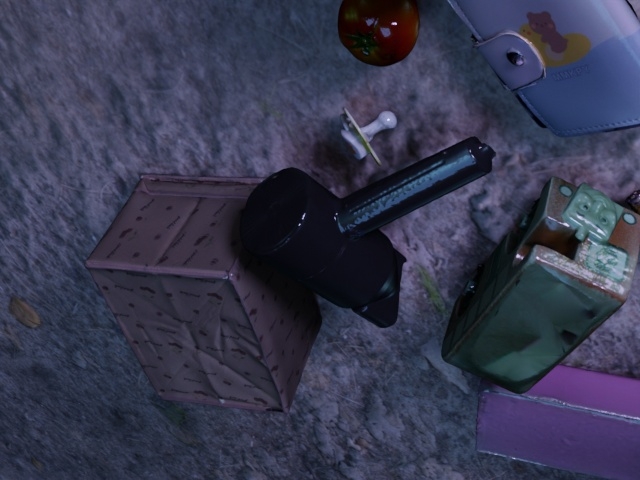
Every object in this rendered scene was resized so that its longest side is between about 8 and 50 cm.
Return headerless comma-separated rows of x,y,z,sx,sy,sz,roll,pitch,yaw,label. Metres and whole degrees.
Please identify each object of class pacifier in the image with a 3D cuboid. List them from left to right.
0.058,-0.128,0.950,0.064,0.068,0.083,-31,129,7,pacifier

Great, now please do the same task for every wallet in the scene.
0.224,-0.196,0.772,0.231,0.069,0.170,47,153,-20,wallet

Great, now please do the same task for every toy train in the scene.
0.251,0.073,0.985,0.129,0.159,0.326,26,142,0,toy train

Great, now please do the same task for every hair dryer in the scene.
0.094,-0.017,0.970,0.302,0.116,0.244,-24,141,33,hair dryer

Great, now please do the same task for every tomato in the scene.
0.060,-0.219,0.824,0.087,0.075,0.087,24,154,13,tomato

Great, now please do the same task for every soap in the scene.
0.360,0.259,1.194,0.259,0.081,0.181,8,138,17,soap

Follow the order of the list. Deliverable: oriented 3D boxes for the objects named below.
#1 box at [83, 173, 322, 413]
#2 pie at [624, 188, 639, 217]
-0.149,0.078,1.163,0.225,0.190,0.297,3,136,21,box
0.406,0.001,0.925,0.092,0.034,0.170,-13,127,41,pie
